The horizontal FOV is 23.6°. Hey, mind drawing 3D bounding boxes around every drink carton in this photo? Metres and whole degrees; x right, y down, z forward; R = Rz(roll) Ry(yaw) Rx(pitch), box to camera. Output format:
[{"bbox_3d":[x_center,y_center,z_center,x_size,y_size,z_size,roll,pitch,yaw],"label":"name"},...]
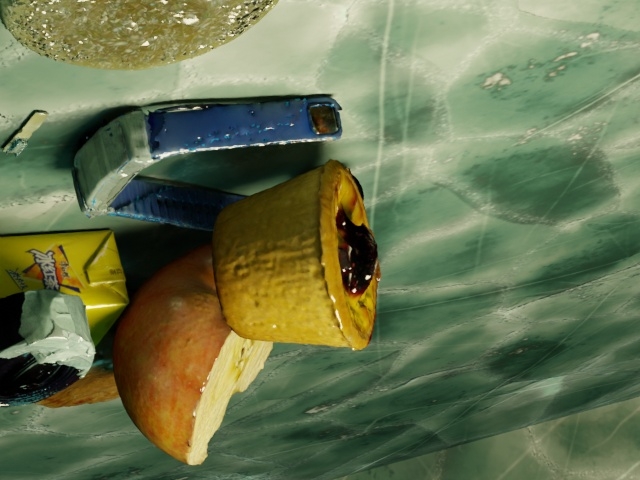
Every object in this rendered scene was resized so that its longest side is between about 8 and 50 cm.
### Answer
[{"bbox_3d":[-0.418,0.072,1.801,0.351,0.111,0.154,-3,156,-27],"label":"drink carton"}]

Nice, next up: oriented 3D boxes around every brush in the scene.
[{"bbox_3d":[-0.300,-0.108,1.558,0.016,0.013,0.083,4,151,-37],"label":"brush"}]

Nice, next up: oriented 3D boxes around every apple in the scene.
[{"bbox_3d":[-0.161,0.112,1.881,0.163,0.293,0.251,21,132,11],"label":"apple"}]

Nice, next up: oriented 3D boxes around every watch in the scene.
[{"bbox_3d":[-0.147,-0.072,1.700,0.274,0.068,0.276,-9,159,-28],"label":"watch"}]

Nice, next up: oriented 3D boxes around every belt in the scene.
[{"bbox_3d":[-0.334,0.125,1.739,0.151,0.078,0.198,0,151,-31],"label":"belt"}]

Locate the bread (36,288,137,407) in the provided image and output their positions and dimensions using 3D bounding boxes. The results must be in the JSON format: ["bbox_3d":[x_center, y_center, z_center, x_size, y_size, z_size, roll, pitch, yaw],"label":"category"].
[{"bbox_3d":[-0.303,0.141,2.045,0.230,0.123,0.230,-17,163,-5],"label":"bread"}]

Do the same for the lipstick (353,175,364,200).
[{"bbox_3d":[0.000,0.000,1.941,0.081,0.081,0.300,-10,159,-12],"label":"lipstick"}]

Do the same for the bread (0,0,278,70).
[{"bbox_3d":[-0.148,-0.219,1.334,0.267,0.040,0.267,-13,159,-5],"label":"bread"}]

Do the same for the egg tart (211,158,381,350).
[{"bbox_3d":[-0.021,0.020,1.697,0.170,0.215,0.215,-7,162,14],"label":"egg tart"}]
